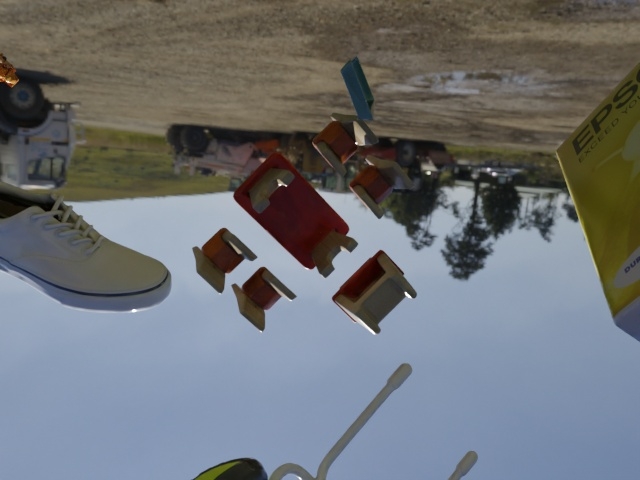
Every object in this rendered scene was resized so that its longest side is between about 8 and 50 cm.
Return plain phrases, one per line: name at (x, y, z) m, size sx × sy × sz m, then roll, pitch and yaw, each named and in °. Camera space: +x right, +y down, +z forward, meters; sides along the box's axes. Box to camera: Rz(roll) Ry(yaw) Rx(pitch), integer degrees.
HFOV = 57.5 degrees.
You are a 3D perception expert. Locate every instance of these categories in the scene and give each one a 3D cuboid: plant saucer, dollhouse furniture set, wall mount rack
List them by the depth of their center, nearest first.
plant saucer at (0.046, -0.184, 0.696) m, size 0.018 × 0.067 × 0.192 m, roll -21°, pitch -164°, yaw 11°
wall mount rack at (0.087, 0.343, 0.704) m, size 0.130 × 0.350 × 0.304 m, roll -20°, pitch -149°, yaw 28°
dollhouse furniture set at (0.000, 0.000, 0.773) m, size 0.259 × 0.262 × 0.135 m, roll 46°, pitch 179°, yaw -24°

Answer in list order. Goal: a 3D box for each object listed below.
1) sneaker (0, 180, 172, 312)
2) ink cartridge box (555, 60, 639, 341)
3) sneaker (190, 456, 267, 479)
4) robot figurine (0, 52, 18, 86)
sneaker at (-0.283, 0.002, 0.626) m, size 0.258 × 0.091 × 0.094 m, roll 17°, pitch -145°, yaw 3°
ink cartridge box at (0.286, -0.126, 0.372) m, size 0.072 × 0.304 × 0.307 m, roll 27°, pitch -144°, yaw -11°
sneaker at (-0.109, 0.352, 0.542) m, size 0.121 × 0.300 × 0.111 m, roll 18°, pitch 175°, yaw 36°
robot figurine at (-0.678, -0.303, 1.031) m, size 0.085 × 0.211 × 0.291 m, roll 45°, pitch -176°, yaw 1°
